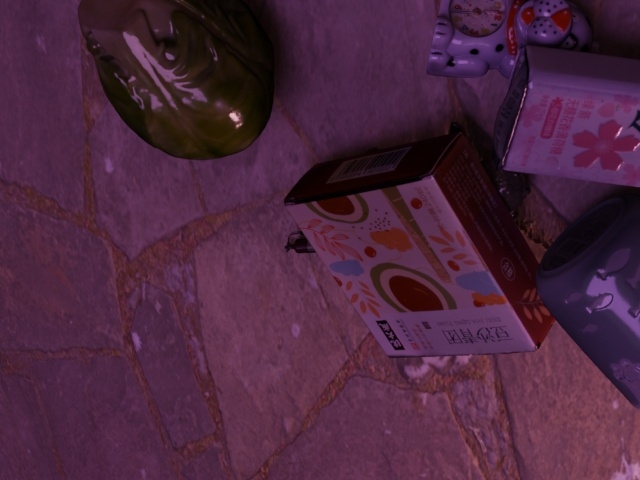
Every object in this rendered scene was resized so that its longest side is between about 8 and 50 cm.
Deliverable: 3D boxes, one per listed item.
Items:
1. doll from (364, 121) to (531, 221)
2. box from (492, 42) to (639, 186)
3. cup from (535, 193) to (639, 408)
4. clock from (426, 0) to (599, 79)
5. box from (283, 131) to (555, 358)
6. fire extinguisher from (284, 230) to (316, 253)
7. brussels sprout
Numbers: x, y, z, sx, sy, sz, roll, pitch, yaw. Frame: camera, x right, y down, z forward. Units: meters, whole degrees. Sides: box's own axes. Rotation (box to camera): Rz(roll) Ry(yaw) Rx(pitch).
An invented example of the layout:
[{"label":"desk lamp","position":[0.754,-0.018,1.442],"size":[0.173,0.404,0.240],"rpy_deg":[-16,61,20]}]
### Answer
[{"label":"doll","position":[0.219,-0.101,1.993],"size":[0.286,0.091,0.203],"rpy_deg":[-17,102,36]},{"label":"box","position":[0.447,-0.176,1.702],"size":[0.369,0.112,0.190],"rpy_deg":[8,131,-4]},{"label":"cup","position":[0.543,0.057,1.836],"size":[0.274,0.259,0.356],"rpy_deg":[45,114,-7]},{"label":"clock","position":[0.299,-0.320,1.755],"size":[0.254,0.189,0.189],"rpy_deg":[13,127,10]},{"label":"box","position":[0.176,0.022,2.001],"size":[0.344,0.122,0.385],"rpy_deg":[-8,124,45]},{"label":"fire extinguisher","position":[0.000,0.000,2.198],"size":[0.173,0.035,0.049],"rpy_deg":[-4,123,25]},{"label":"brussels sprout","position":[-0.240,-0.303,1.935],"size":[0.281,0.289,0.354],"rpy_deg":[-14,142,33]}]
